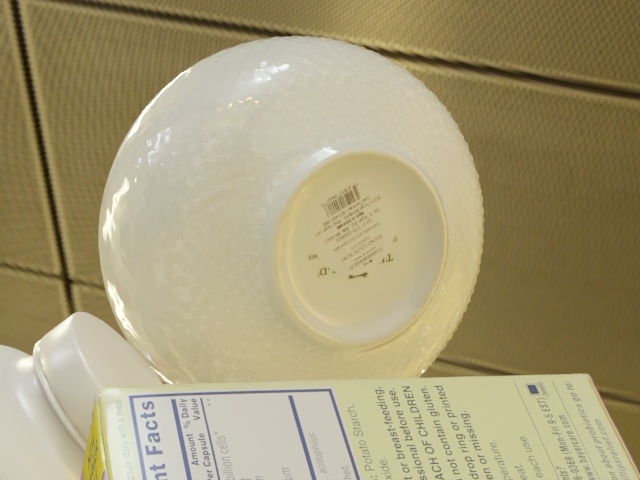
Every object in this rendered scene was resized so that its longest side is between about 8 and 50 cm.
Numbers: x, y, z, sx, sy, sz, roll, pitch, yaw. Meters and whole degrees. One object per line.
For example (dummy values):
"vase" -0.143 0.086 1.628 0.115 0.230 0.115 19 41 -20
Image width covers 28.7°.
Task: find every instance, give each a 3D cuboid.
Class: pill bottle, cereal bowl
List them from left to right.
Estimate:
"pill bottle" -0.241 0.191 0.795 0.323 0.181 0.181 -38 -65 4
"cereal bowl" 0.000 0.000 1.027 0.339 0.339 0.141 50 -15 -25

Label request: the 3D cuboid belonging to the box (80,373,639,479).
"box" 0.006 0.177 0.590 0.243 0.117 0.213 1 -47 -19
